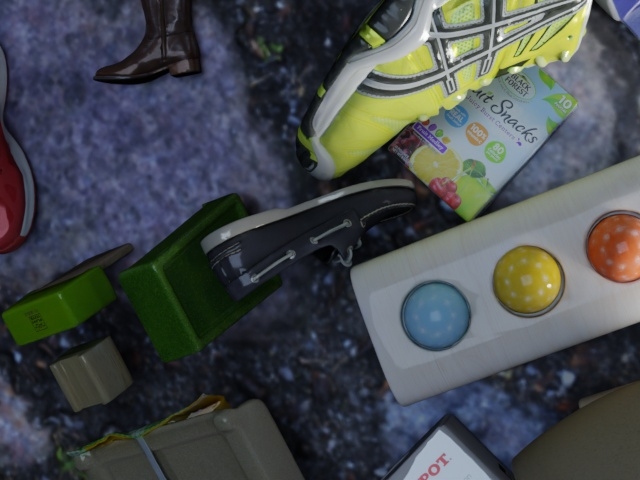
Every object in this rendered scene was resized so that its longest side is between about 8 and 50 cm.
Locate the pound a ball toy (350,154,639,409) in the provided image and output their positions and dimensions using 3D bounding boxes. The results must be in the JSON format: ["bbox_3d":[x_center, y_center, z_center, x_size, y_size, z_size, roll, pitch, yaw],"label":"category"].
[{"bbox_3d":[0.209,0.061,0.982,0.319,0.136,0.208,-21,84,11],"label":"pound a ball toy"}]

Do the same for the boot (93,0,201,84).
[{"bbox_3d":[-0.167,-0.207,1.117,0.106,0.037,0.114,-8,90,-1],"label":"boot"}]

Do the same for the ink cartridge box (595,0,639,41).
[{"bbox_3d":[0.306,-0.355,1.007,0.303,0.072,0.307,-44,79,8],"label":"ink cartridge box"}]

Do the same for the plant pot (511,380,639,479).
[{"bbox_3d":[0.310,0.200,0.878,0.284,0.284,0.191,45,99,9],"label":"plant pot"}]

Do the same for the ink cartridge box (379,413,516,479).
[{"bbox_3d":[0.129,0.273,1.019,0.203,0.086,0.148,44,97,9],"label":"ink cartridge box"}]

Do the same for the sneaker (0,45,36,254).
[{"bbox_3d":[-0.338,-0.096,1.104,0.087,0.128,0.221,-17,84,12],"label":"sneaker"}]

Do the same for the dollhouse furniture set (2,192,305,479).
[{"bbox_3d":[-0.118,0.143,1.086,0.197,0.151,0.302,-20,103,31],"label":"dollhouse furniture set"}]

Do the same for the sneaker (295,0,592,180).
[{"bbox_3d":[0.128,-0.174,0.962,0.147,0.145,0.385,41,113,-10],"label":"sneaker"}]

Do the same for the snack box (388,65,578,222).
[{"bbox_3d":[0.142,-0.099,1.049,0.100,0.037,0.141,43,97,9],"label":"snack box"}]

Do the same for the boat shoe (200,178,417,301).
[{"bbox_3d":[0.000,0.000,1.024,0.206,0.075,0.065,-17,77,-26],"label":"boat shoe"}]
